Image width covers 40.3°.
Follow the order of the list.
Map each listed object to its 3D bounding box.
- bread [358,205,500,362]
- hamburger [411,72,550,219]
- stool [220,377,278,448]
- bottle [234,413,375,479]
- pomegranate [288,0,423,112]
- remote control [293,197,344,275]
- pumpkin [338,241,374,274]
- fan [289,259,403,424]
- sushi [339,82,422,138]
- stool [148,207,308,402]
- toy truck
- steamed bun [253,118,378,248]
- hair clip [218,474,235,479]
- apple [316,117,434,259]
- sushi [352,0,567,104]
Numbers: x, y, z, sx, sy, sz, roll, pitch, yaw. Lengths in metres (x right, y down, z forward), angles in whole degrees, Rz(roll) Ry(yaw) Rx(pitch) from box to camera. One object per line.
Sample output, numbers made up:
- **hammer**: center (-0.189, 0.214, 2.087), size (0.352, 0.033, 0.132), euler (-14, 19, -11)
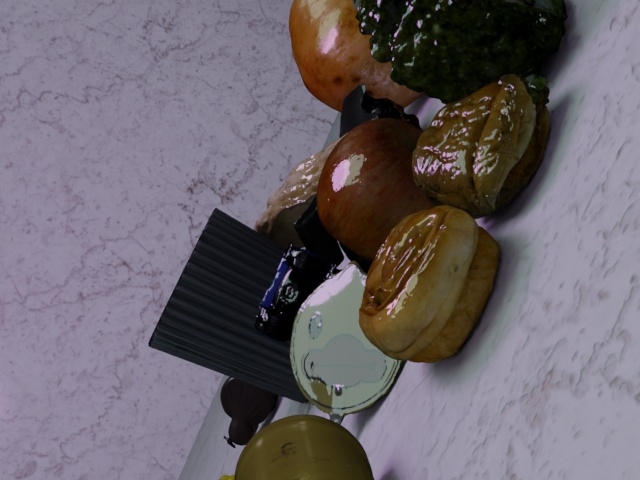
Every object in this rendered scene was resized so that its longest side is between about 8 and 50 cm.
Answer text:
- **bread**: center (0.127, 0.054, 1.073), size (0.198, 0.120, 0.236), euler (-63, 7, -3)
- **hamburger**: center (0.203, -0.118, 1.119), size (0.183, 0.130, 0.206), euler (-69, 11, -17)
- **stool**: center (-0.163, 0.379, 2.018), size (0.121, 0.125, 0.217), euler (-36, -43, -68)
- **bottle**: center (-0.005, 0.320, 0.912), size (0.172, 0.171, 0.351), euler (-63, 9, 5)
- **pomegranate**: center (0.129, -0.490, 2.022), size (0.410, 0.410, 0.410), euler (-62, 8, 15)
- **remote control**: center (0.000, 0.000, 1.480), size (0.063, 0.025, 0.245), euler (-48, -21, -9)
- **pumpkin**: center (0.066, -0.013, 1.561), size (0.278, 0.163, 0.111), euler (128, 163, -66)
- **fan**: center (0.033, 0.191, 1.278), size (0.229, 0.011, 0.335), euler (-8, 71, 43)
- **sushi**: center (0.130, -0.221, 1.850), size (0.153, 0.150, 0.172), euler (-36, 56, 46)
- **stool**: center (-0.124, 0.138, 1.707), size (0.297, 0.330, 0.297), euler (-63, 8, 15)
- **toy truck**: center (0.008, 0.113, 1.453), size (0.177, 0.213, 0.161), euler (21, -84, -59)
- **steamed bun**: center (0.069, -0.109, 1.683), size (0.428, 0.247, 0.189), euler (-33, 37, 52)
- **hair clip**: center (-0.192, 0.543, 1.848), size (0.173, 0.072, 0.046), euler (110, 176, -46)
- **apple**: center (0.102, -0.078, 1.338), size (0.188, 0.211, 0.211), euler (-46, 17, 37)
- **sushi**: center (0.200, -0.351, 1.290), size (0.352, 0.294, 0.178), euler (-77, 11, -54)
